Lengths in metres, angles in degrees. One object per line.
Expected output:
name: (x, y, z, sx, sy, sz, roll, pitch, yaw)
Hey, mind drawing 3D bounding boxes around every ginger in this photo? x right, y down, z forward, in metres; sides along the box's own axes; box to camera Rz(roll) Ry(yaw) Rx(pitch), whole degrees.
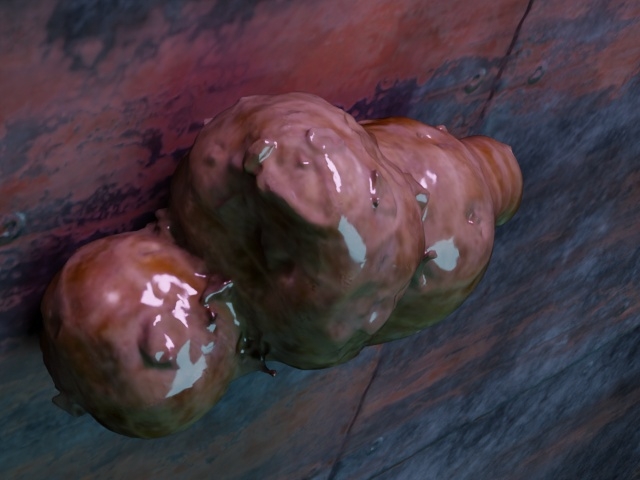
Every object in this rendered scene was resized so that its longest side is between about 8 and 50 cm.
ginger: (0.000, 0.000, 1.045, 0.375, 0.176, 0.256, -17, 157, -50)
